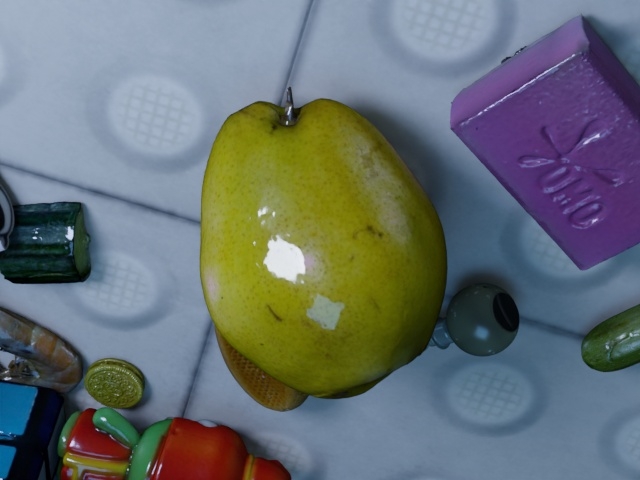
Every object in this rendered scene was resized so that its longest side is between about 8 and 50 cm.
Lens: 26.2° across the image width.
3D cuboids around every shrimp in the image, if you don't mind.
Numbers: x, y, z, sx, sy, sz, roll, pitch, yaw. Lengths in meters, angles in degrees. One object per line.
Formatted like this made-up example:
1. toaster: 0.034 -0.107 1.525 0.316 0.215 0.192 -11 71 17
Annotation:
1. shrimp: -0.436 0.141 1.854 0.143 0.052 0.251 -32 118 32

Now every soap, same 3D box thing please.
1. soap: 0.291 -0.100 1.530 0.181 0.081 0.259 -30 118 28

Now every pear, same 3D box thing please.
1. pear: -0.007 0.010 1.545 0.285 0.285 0.336 -28 118 27

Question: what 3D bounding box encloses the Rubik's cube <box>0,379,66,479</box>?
1. Rubik's cube: -0.516 0.372 1.890 0.288 0.283 0.293 8 137 4

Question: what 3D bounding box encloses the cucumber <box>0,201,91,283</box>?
1. cucumber: -0.348 0.014 1.735 0.115 0.062 0.116 -1 126 14

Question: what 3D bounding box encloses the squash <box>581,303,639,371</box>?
1. squash: 0.422 0.098 1.674 0.239 0.069 0.069 -31 118 29

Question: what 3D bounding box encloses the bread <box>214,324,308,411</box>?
1. bread: -0.071 0.145 1.786 0.114 0.077 0.189 3 132 32

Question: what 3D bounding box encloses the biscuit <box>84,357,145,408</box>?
1. biscuit: -0.284 0.197 1.892 0.084 0.023 0.084 4 130 5

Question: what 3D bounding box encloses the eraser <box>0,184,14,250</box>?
1. eraser: -0.538 -0.037 1.701 0.290 0.087 0.171 -14 115 19

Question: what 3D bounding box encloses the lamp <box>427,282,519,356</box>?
1. lamp: 0.170 0.110 1.721 0.163 0.091 0.091 -22 123 40

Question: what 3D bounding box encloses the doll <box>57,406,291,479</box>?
1. doll: -0.184 0.331 1.893 0.363 0.160 0.183 10 123 -2
